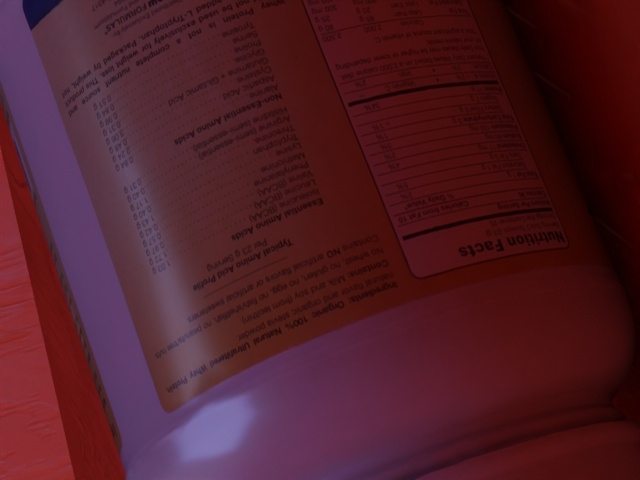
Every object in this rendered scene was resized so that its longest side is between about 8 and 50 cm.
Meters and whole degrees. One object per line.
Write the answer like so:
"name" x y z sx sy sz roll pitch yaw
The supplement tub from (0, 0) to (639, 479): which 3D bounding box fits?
"supplement tub" 0.000 0.000 0.860 0.228 0.228 0.316 117 134 -68
